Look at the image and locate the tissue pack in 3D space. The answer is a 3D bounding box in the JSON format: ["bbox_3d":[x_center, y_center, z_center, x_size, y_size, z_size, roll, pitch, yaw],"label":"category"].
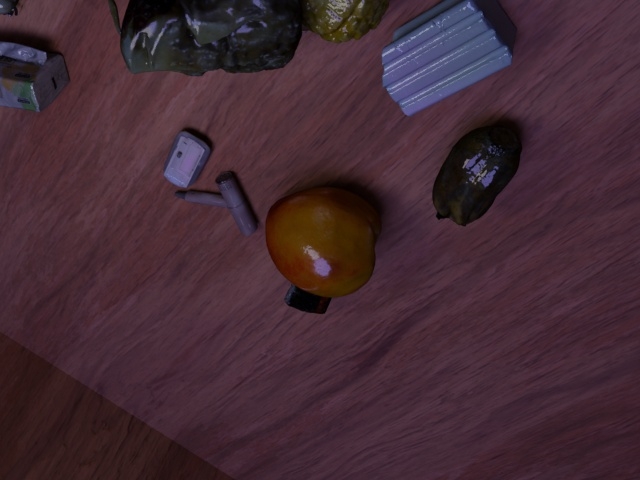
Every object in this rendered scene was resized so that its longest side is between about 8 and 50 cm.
[{"bbox_3d":[-0.801,-0.443,2.169,0.230,0.159,0.145,11,135,14],"label":"tissue pack"}]

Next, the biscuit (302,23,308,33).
[{"bbox_3d":[-0.098,-0.505,1.873,0.183,0.061,0.118,-8,127,27],"label":"biscuit"}]

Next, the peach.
[{"bbox_3d":[-0.002,0.004,2.172,0.308,0.288,0.288,7,135,9],"label":"peach"}]

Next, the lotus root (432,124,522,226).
[{"bbox_3d":[0.360,-0.155,1.944,0.152,0.160,0.274,45,137,13],"label":"lotus root"}]

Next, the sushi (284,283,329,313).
[{"bbox_3d":[-0.019,0.122,2.398,0.126,0.136,0.225,24,144,4],"label":"sushi"}]

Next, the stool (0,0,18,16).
[{"bbox_3d":[-0.754,-0.618,2.010,0.125,0.121,0.217,34,131,-12],"label":"stool"}]

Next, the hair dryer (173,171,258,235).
[{"bbox_3d":[-0.307,-0.097,2.368,0.221,0.053,0.195,-3,131,27],"label":"hair dryer"}]

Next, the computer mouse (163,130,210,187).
[{"bbox_3d":[-0.365,-0.221,2.276,0.102,0.044,0.199,30,137,-5],"label":"computer mouse"}]

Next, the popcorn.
[{"bbox_3d":[0.040,-0.538,1.689,0.225,0.173,0.285,7,132,34],"label":"popcorn"}]

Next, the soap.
[{"bbox_3d":[0.261,-0.404,1.787,0.290,0.095,0.173,-24,120,39],"label":"soap"}]

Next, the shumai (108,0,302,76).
[{"bbox_3d":[-0.259,-0.465,1.691,0.395,0.348,0.395,39,149,29],"label":"shumai"}]
